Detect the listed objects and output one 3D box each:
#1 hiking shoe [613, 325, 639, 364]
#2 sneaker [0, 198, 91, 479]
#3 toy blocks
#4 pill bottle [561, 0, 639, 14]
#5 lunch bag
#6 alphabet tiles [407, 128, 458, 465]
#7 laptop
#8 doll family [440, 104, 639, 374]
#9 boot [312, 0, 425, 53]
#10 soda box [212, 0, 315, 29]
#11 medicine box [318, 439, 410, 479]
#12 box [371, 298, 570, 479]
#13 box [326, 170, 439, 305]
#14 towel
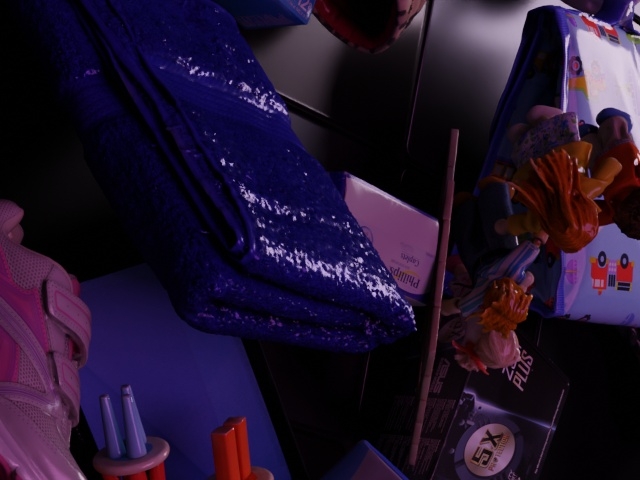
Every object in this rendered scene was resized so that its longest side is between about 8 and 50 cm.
[{"bbox_3d":[0.345,0.062,1.962,0.132,0.113,0.304,-61,135,-72],"label":"hiking shoe"},{"bbox_3d":[-0.187,0.070,1.205,0.111,0.103,0.252,-24,72,-19],"label":"sneaker"},{"bbox_3d":[-0.091,0.159,1.316,0.123,0.054,0.148,-19,110,-26],"label":"toy blocks"},{"bbox_3d":[0.301,-0.323,1.856,0.221,0.124,0.124,-50,127,-36],"label":"pill bottle"},{"bbox_3d":[0.248,-0.076,1.764,0.221,0.138,0.293,8,93,-50],"label":"lunch bag"},{"bbox_3d":[0.094,0.036,1.596,0.198,0.009,0.237,94,4,-58],"label":"alphabet tiles"},{"bbox_3d":[-0.155,0.158,1.317,0.264,0.136,0.234,-43,122,-45],"label":"laptop"},{"bbox_3d":[0.162,-0.005,1.567,0.118,0.263,0.163,29,29,-27],"label":"doll family"},{"bbox_3d":[0.058,-0.363,1.565,0.284,0.138,0.377,-47,131,-38],"label":"boot"},{"bbox_3d":[-0.083,-0.241,1.444,0.210,0.067,0.071,39,62,-44],"label":"soda box"},{"bbox_3d":[0.027,0.341,1.430,0.263,0.149,0.289,-43,137,-10],"label":"medicine box"},{"bbox_3d":[0.130,0.164,1.705,0.147,0.077,0.180,44,59,-41],"label":"box"},{"bbox_3d":[0.000,0.000,1.497,0.126,0.137,0.072,25,71,-48],"label":"box"},{"bbox_3d":[-0.069,-0.064,1.324,0.227,0.076,0.308,11,40,-49],"label":"towel"}]
